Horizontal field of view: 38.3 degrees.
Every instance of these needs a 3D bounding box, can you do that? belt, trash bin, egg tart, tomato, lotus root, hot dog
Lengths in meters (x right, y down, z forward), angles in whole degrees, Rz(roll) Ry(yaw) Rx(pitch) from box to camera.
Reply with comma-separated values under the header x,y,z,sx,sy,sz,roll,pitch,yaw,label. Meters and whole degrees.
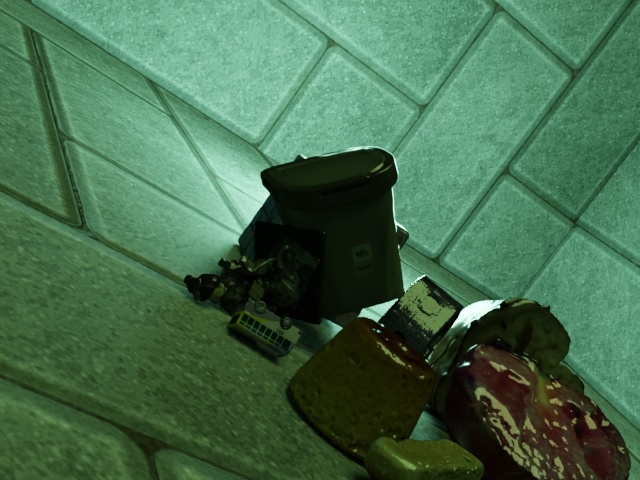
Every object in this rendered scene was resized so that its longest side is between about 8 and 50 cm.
x,y,z,sx,sy,sz,roll,pitch,yaw,label
0.159,0.175,1.629,0.126,0.230,0.139,38,-29,13,belt
0.032,-0.016,1.604,0.219,0.220,0.250,-142,-141,-74,trash bin
0.073,0.209,1.312,0.202,0.147,0.202,38,8,-6,egg tart
0.329,0.346,1.530,0.335,0.176,0.290,31,29,-6,tomato
0.353,0.248,1.779,0.316,0.316,0.250,35,1,-9,lotus root
0.136,0.313,1.244,0.084,0.073,0.242,37,10,33,hot dog

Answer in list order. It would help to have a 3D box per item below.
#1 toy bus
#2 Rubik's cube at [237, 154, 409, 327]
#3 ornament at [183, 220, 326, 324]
x,y,z,sx,sy,sz,roll,pitch,yaw,label
-0.083,0.134,1.390,0.102,0.058,0.052,34,-20,-16,toy bus
0.000,0.000,1.844,0.238,0.237,0.237,32,7,-18,Rubik's cube
-0.114,0.066,1.443,0.153,0.166,0.196,10,12,42,ornament
